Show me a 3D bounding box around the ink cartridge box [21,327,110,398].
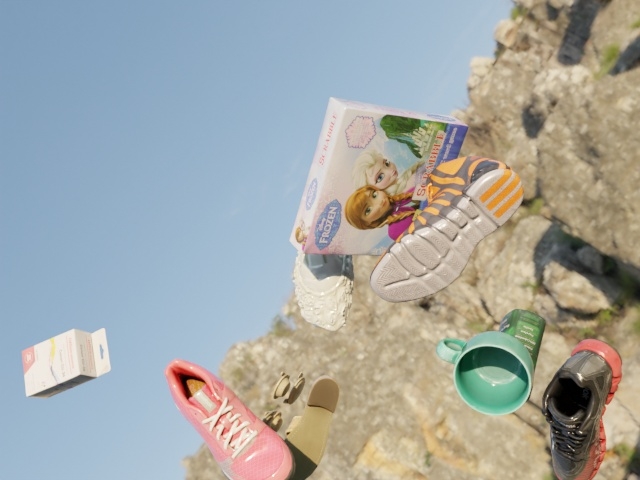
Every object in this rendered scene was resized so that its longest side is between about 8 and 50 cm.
[{"bbox_3d":[-0.591,0.281,1.734,0.198,0.115,0.067,-24,-24,16],"label":"ink cartridge box"}]

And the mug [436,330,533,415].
[{"bbox_3d":[0.294,0.211,1.288,0.129,0.157,0.097,-32,1,24],"label":"mug"}]

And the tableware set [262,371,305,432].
[{"bbox_3d":[-0.085,0.340,1.525,0.168,0.020,0.141,-60,-20,-10],"label":"tableware set"}]

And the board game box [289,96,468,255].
[{"bbox_3d":[0.123,-0.119,1.555,0.318,0.066,0.318,1,-63,-31],"label":"board game box"}]

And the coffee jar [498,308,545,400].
[{"bbox_3d":[0.376,0.231,1.446,0.096,0.079,0.184,113,179,-58],"label":"coffee jar"}]

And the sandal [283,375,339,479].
[{"bbox_3d":[-0.024,0.389,1.548,0.079,0.088,0.240,-130,63,-87],"label":"sandal"}]

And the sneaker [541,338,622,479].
[{"bbox_3d":[0.423,0.304,1.248,0.135,0.098,0.276,-18,-60,-43],"label":"sneaker"}]

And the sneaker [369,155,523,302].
[{"bbox_3d":[0.212,-0.026,1.354,0.321,0.124,0.180,-39,23,6],"label":"sneaker"}]

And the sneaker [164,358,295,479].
[{"bbox_3d":[-0.176,0.318,1.296,0.116,0.314,0.136,-45,-35,-15],"label":"sneaker"}]

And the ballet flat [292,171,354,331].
[{"bbox_3d":[0.000,0.000,1.703,0.147,0.147,0.408,79,-169,-66],"label":"ballet flat"}]
